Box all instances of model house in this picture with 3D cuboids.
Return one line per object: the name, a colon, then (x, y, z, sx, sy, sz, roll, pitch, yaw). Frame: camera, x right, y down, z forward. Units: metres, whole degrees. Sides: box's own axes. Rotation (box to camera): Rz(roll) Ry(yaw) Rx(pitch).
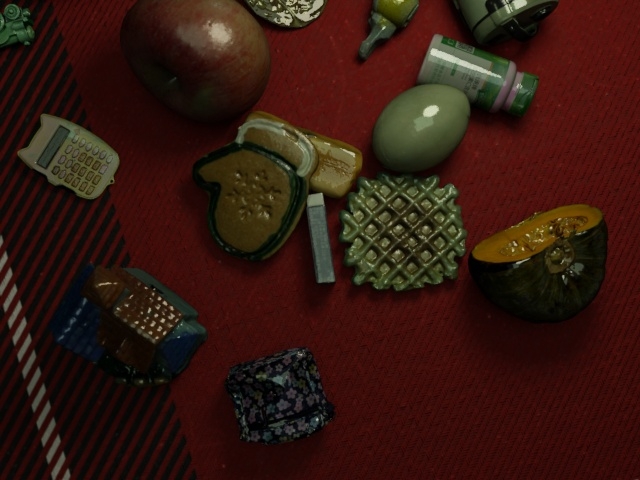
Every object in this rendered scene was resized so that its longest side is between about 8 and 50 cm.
model house: (-0.435, 0.190, 1.620, 0.295, 0.329, 0.251, 36, 82, 5)

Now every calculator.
calculator: (-0.605, -0.199, 1.810, 0.237, 0.033, 0.157, 31, 84, 1)

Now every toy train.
toy train: (-0.791, -0.514, 1.824, 0.178, 0.071, 0.104, -17, 92, -1)

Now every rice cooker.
rice cooker: (0.437, -0.585, 1.766, 0.226, 0.226, 0.244, -27, 83, -3)

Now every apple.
apple: (-0.271, -0.440, 1.701, 0.345, 0.344, 0.269, 37, 64, 4)

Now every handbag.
handbag: (-0.091, 0.362, 1.700, 0.229, 0.127, 0.207, -17, 90, -2)

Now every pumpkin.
pumpkin: (0.506, 0.070, 1.714, 0.325, 0.242, 0.232, -21, 113, -7)

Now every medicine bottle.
medicine bottle: (0.377, -0.389, 1.781, 0.274, 0.133, 0.133, 20, 84, 2)

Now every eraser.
eraser: (0.000, 0.000, 1.759, 0.046, 0.092, 0.212, -8, 82, 0)

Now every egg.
egg: (0.235, -0.263, 1.736, 0.253, 0.186, 0.186, -38, 85, 11)

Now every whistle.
whistle: (0.154, -0.546, 1.815, 0.123, 0.123, 0.223, 37, 100, 4)

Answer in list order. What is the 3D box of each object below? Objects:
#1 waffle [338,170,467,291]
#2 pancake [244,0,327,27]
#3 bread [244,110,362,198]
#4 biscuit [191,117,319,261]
waffle: (0.196, -0.023, 1.777, 0.310, 0.056, 0.291, -2, 84, -1)
pancake: (-0.088, -0.652, 1.850, 0.250, 0.031, 0.249, 1, 83, -6)
bread: (-0.053, -0.202, 1.779, 0.305, 0.091, 0.141, 21, 100, 2)
biscuit: (-0.168, -0.126, 1.728, 0.288, 0.057, 0.343, 28, 106, 8)
